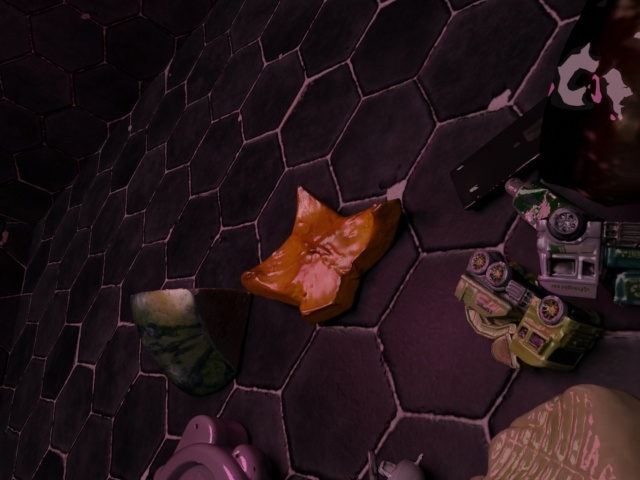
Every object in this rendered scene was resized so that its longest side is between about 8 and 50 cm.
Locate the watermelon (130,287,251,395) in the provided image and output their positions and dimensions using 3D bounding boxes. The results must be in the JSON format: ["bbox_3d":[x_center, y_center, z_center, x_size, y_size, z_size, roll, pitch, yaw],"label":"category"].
[{"bbox_3d":[-0.266,0.197,1.271,0.213,0.201,0.261,-16,100,42],"label":"watermelon"}]

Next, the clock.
[{"bbox_3d":[-0.183,0.494,0.999,0.322,0.113,0.295,22,86,50],"label":"clock"}]

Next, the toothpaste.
[{"bbox_3d":[0.332,-0.015,0.762,0.078,0.047,0.248,-47,43,9],"label":"toothpaste"}]

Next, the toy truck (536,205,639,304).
[{"bbox_3d":[0.351,0.025,0.634,0.216,0.110,0.116,3,89,24],"label":"toy truck"}]

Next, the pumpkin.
[{"bbox_3d":[0.003,0.022,1.078,0.290,0.095,0.258,19,79,48],"label":"pumpkin"}]

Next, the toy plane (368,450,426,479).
[{"bbox_3d":[0.069,0.363,0.706,0.182,0.273,0.107,39,119,26],"label":"toy plane"}]

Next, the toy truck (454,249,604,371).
[{"bbox_3d":[0.254,0.099,0.753,0.191,0.085,0.116,43,112,52],"label":"toy truck"}]

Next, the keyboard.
[{"bbox_3d":[0.335,-0.161,0.860,0.317,0.027,0.106,-38,41,28],"label":"keyboard"}]

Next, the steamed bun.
[{"bbox_3d":[0.249,0.310,0.549,0.276,0.203,0.289,-31,34,46],"label":"steamed bun"}]

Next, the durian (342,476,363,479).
[{"bbox_3d":[0.018,0.416,0.830,0.188,0.091,0.148,12,78,53],"label":"durian"}]

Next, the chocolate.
[{"bbox_3d":[0.403,-0.181,0.620,0.210,0.225,0.340,23,68,32],"label":"chocolate"}]
